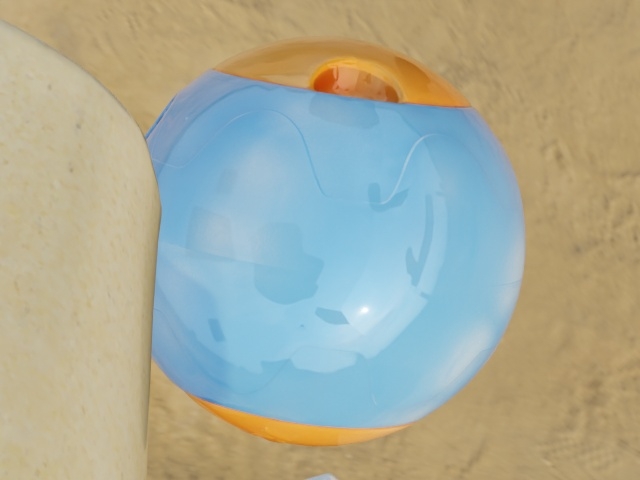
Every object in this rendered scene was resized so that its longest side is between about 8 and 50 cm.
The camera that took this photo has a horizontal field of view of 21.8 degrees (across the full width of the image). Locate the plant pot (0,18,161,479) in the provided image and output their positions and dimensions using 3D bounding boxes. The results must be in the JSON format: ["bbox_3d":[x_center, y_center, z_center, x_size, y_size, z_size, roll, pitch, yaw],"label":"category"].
[{"bbox_3d":[-0.191,0.087,0.609,0.334,0.334,0.305,-3,57,16],"label":"plant pot"}]

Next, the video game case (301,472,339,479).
[{"bbox_3d":[-0.105,0.329,1.428,0.285,0.025,0.204,-19,54,19],"label":"video game case"}]

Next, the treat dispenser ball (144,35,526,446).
[{"bbox_3d":[0.000,0.000,1.170,0.288,0.288,0.288,-3,78,16],"label":"treat dispenser ball"}]
